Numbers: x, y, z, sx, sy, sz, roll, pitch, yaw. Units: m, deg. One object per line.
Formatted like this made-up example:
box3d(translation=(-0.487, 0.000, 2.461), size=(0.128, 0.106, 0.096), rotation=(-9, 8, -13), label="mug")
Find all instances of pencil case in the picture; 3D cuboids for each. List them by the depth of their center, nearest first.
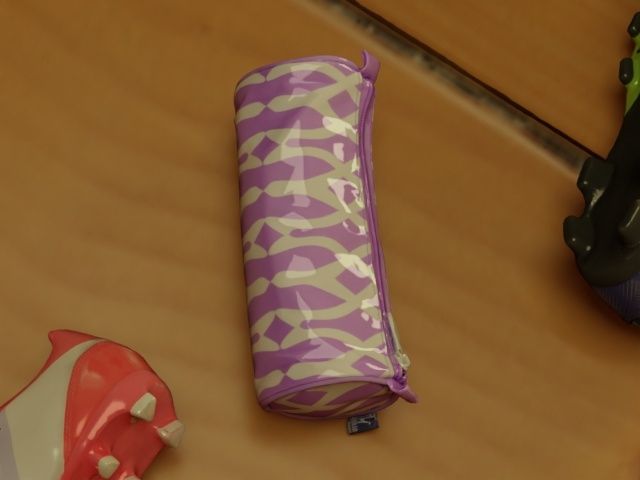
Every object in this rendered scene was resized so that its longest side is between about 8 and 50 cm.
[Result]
box3d(translation=(0.000, 0.000, 0.866), size=(0.088, 0.086, 0.206), rotation=(-16, 71, 25), label="pencil case")

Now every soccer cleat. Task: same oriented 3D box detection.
box3d(translation=(-0.173, 0.155, 0.811), size=(0.095, 0.083, 0.248), rotation=(28, 73, 36), label="soccer cleat")
box3d(translation=(0.237, -0.069, 0.931), size=(0.121, 0.093, 0.289), rotation=(40, 63, -25), label="soccer cleat")
